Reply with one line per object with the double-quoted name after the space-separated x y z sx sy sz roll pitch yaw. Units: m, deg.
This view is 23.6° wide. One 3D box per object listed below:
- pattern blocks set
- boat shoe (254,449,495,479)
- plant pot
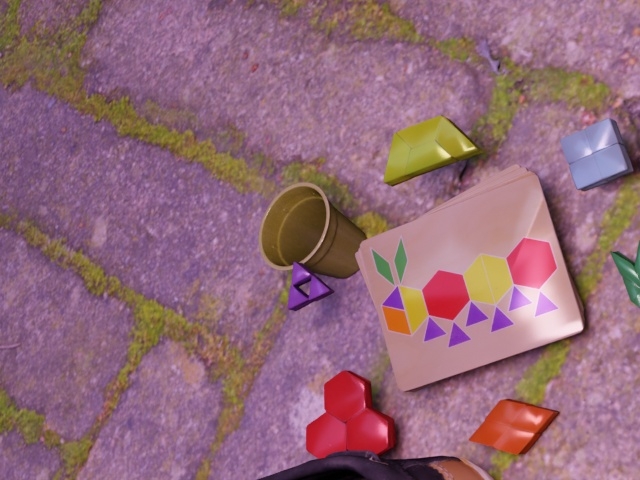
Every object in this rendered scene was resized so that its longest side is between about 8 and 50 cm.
0.118 0.037 1.256 0.325 0.026 0.285 -13 78 27 "pattern blocks set"
-0.075 0.289 1.275 0.500 0.156 0.186 -26 57 34 "boat shoe"
0.000 0.000 1.390 0.083 0.079 0.083 -19 59 35 "plant pot"
